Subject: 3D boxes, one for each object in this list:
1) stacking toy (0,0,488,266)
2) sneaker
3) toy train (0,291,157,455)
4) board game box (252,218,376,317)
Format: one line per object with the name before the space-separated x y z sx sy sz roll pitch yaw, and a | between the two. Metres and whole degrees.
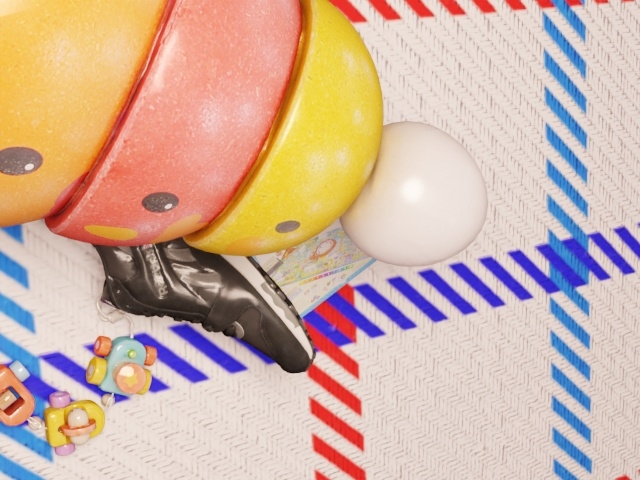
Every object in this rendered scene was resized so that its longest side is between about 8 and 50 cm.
stacking toy | -0.071 -0.102 0.748 0.480 0.350 0.351 22 88 -21
sneaker | -0.129 0.033 0.922 0.124 0.107 0.283 -43 100 -4
toy train | -0.223 0.126 0.918 0.166 0.046 0.125 -37 115 -19
board game box | 0.000 0.000 1.035 0.154 0.026 0.103 -36 115 -20
